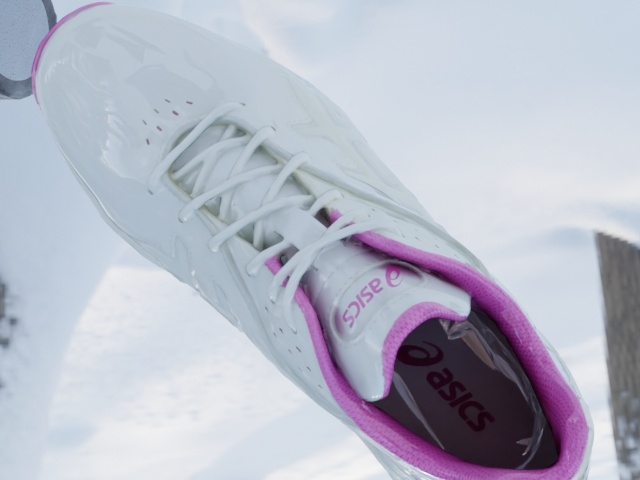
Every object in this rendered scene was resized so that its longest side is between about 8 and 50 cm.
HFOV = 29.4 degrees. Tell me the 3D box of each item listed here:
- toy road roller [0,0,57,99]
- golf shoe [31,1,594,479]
[{"bbox_3d":[-0.317,-0.244,0.805,0.202,0.241,0.329,3,163,27],"label":"toy road roller"},{"bbox_3d":[0.000,0.000,0.510,0.115,0.306,0.140,-49,178,-5],"label":"golf shoe"}]
